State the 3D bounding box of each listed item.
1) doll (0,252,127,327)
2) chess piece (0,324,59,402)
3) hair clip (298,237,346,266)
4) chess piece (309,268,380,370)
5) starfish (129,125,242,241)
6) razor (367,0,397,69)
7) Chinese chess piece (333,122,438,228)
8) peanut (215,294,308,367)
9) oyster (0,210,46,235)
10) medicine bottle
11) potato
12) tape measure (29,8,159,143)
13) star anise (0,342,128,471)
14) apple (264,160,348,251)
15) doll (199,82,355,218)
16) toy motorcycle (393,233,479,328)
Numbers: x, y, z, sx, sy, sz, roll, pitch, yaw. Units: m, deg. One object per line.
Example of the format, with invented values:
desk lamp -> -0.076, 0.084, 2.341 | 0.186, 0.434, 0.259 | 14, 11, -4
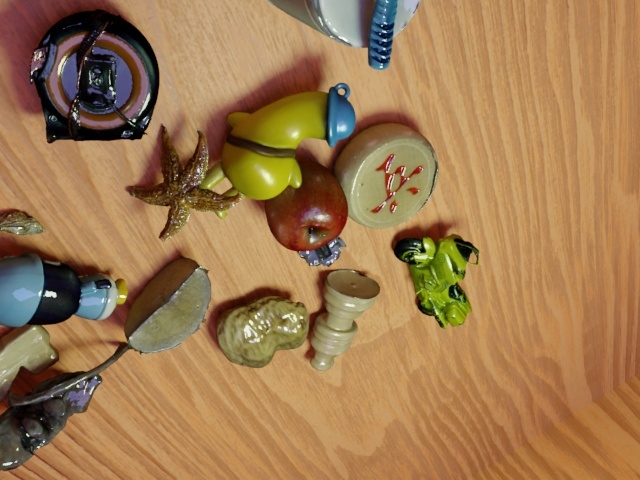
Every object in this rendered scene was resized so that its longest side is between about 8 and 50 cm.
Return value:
doll -> -0.546, 0.099, 1.278 | 0.177, 0.141, 0.314 | -29, 155, 37
chess piece -> -0.703, 0.290, 1.365 | 0.300, 0.137, 0.137 | -38, 134, -12
hair clip -> 0.000, 0.002, 1.550 | 0.124, 0.052, 0.195 | -29, 138, 2
chess piece -> 0.037, 0.229, 1.708 | 0.138, 0.124, 0.307 | -26, 145, -51
starfish -> -0.266, -0.103, 1.258 | 0.240, 0.043, 0.228 | 8, 108, 11
razor -> 0.092, -0.360, 0.884 | 0.081, 0.042, 0.253 | -11, 125, -25
Chinese chess piece -> 0.148, -0.147, 1.479 | 0.249, 0.103, 0.250 | -15, 128, -19
peanut -> -0.140, 0.222, 1.600 | 0.233, 0.110, 0.197 | -25, 127, -9
oyster -> -0.579, -0.031, 1.242 | 0.080, 0.038, 0.083 | -15, 164, 15
medicine bottle -> 0.004, -0.441, 1.028 | 0.189, 0.332, 0.190 | -14, 125, -21
potato -> -0.329, 0.146, 1.452 | 0.243, 0.098, 0.138 | -45, 136, 1
tape measure -> -0.374, -0.270, 1.086 | 0.202, 0.135, 0.223 | -2, 120, -16
star anise -> -0.607, 0.364, 1.408 | 0.315, 0.359, 0.139 | -30, 100, 23
apple -> -0.034, -0.072, 1.390 | 0.180, 0.168, 0.181 | -17, 142, -14
doll -> -0.091, -0.194, 1.278 | 0.363, 0.145, 0.199 | -37, 94, 7
toy motorcycle -> 0.333, 0.095, 1.737 | 0.206, 0.142, 0.342 | -3, 138, 24
